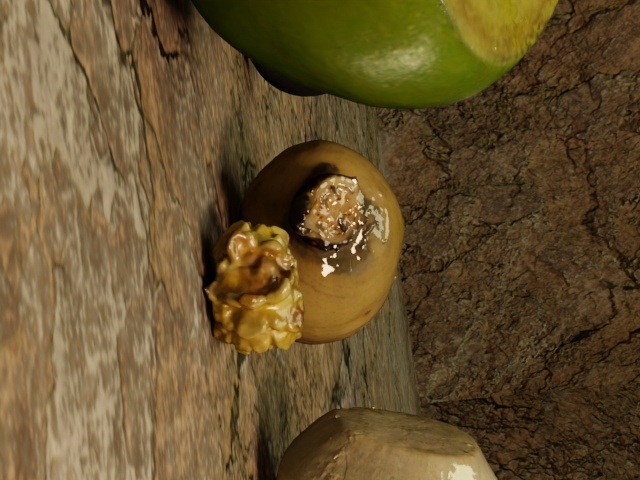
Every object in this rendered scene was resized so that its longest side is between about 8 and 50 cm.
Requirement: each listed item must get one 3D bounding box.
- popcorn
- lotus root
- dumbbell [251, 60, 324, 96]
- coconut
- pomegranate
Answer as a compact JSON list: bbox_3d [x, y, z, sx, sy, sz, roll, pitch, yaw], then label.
[{"bbox_3d":[-0.039,0.026,0.915,0.082,0.057,0.083,-92,171,-50],"label":"popcorn"},{"bbox_3d":[0.000,0.000,1.036,0.221,0.118,0.125,99,-29,-69],"label":"lotus root"},{"bbox_3d":[-0.020,-0.176,1.117,0.191,0.100,0.100,54,30,-78],"label":"dumbbell"},{"bbox_3d":[0.039,0.203,1.046,0.161,0.161,0.162,-57,160,-81],"label":"coconut"},{"bbox_3d":[-0.010,-0.216,0.833,0.358,0.216,0.309,-31,119,-50],"label":"pomegranate"}]
